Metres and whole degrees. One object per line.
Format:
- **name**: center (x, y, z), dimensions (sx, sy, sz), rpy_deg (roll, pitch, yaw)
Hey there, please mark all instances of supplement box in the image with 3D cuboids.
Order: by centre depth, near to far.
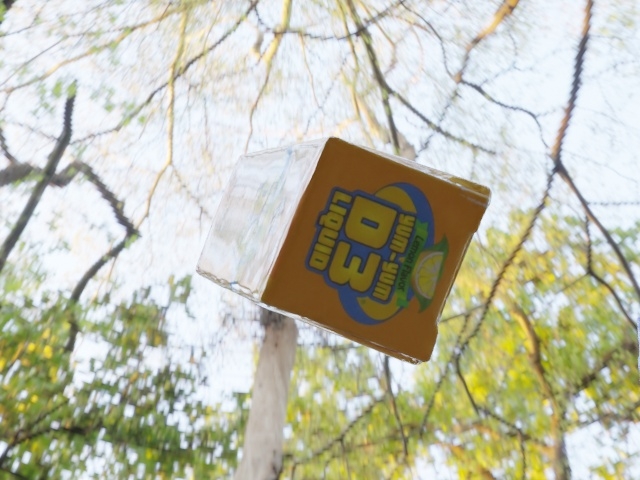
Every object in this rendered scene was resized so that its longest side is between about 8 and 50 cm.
- **supplement box**: center (0.000, 0.000, 0.616), dimensions (0.080, 0.233, 0.078), rpy_deg (22, -94, -13)

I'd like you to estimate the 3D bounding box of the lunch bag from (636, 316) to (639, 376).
- **lunch bag**: center (0.279, 0.079, 0.792), dimensions (0.176, 0.219, 0.090), rpy_deg (0, -77, 15)
